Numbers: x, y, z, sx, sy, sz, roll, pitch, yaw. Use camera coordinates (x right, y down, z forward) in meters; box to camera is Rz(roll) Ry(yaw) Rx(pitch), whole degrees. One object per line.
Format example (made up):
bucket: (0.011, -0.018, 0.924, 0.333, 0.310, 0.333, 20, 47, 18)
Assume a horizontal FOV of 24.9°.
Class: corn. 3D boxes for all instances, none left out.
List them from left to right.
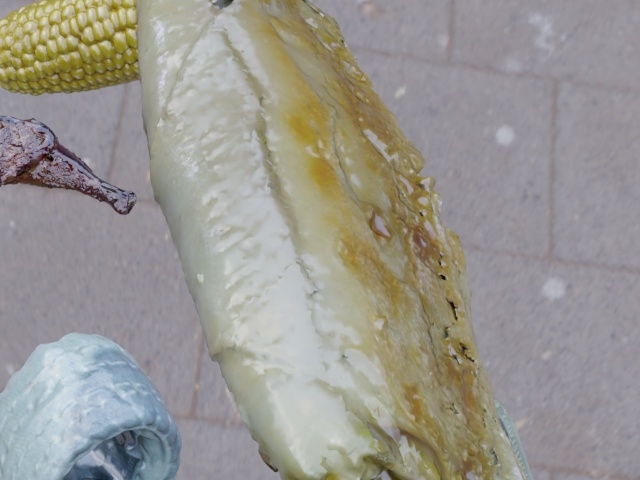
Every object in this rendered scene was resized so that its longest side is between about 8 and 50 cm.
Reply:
corn: (-0.135, -0.169, 1.127, 0.260, 0.091, 0.091, -9, 42, 16)

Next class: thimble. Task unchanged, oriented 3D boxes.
thimble: (-0.279, 0.236, 1.679, 0.205, 0.250, 0.172, -16, 46, -34)

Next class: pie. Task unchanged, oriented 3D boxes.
pie: (0.000, 0.000, 0.520, 0.129, 0.068, 0.282, 25, 30, -37)

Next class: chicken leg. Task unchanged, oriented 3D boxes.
chicken leg: (-0.270, -0.067, 1.313, 0.205, 0.053, 0.093, 1, 48, -8)

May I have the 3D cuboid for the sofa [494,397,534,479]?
sofa: (0.089, 0.267, 1.365, 0.210, 0.176, 0.225, -4, 68, -47)
